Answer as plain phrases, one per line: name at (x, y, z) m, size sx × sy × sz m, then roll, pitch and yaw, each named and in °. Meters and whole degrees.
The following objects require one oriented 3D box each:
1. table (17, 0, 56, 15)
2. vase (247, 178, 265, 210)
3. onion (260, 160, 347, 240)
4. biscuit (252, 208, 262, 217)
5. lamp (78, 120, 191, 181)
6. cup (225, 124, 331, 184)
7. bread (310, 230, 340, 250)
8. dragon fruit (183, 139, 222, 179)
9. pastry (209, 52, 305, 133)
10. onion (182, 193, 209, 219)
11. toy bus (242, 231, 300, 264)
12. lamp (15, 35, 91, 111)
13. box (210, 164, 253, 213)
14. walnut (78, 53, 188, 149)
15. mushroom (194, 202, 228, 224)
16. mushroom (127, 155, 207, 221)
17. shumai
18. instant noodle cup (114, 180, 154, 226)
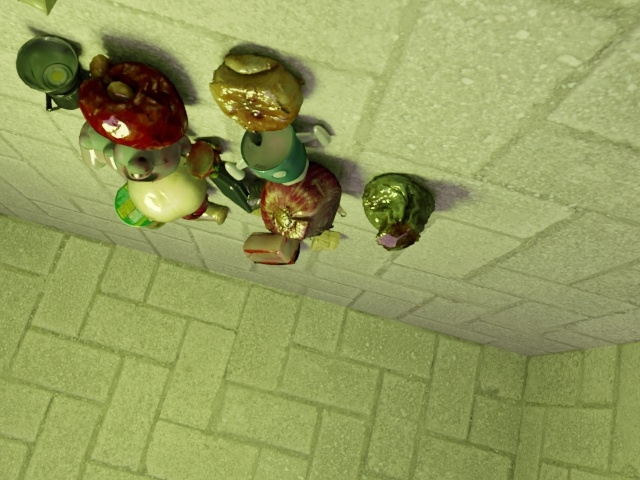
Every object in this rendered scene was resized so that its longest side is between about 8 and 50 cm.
table at (-0.582, -0.521, 1.066) m, size 0.083 × 0.079 × 0.062 m, roll 22°, pitch 160°, yaw -17°
vase at (-0.125, -0.151, 1.822) m, size 0.237 × 0.116 × 0.115 m, roll 6°, pitch 161°, yaw 16°
onion at (-0.062, -0.133, 1.625) m, size 0.256 × 0.272 × 0.231 m, roll 5°, pitch 116°, yaw 10°
biscuit at (-0.190, -0.104, 2.158) m, size 0.231 × 0.016 × 0.139 m, roll 16°, pitch 163°, yaw -4°
lamp at (-0.564, -0.304, 1.581) m, size 0.301 × 0.247 × 0.248 m, roll 21°, pitch 126°, yaw 21°
cup at (-0.112, -0.235, 1.449) m, size 0.299 × 0.168 × 0.173 m, roll -19°, pitch 159°, yaw 15°
bread at (0.018, 0.008, 2.237) m, size 0.105 × 0.077 × 0.152 m, roll 17°, pitch 164°, yaw -3°
dragon fruit at (-0.362, -0.263, 1.664) m, size 0.142 × 0.138 × 0.175 m, roll 54°, pitch -167°, yaw -2°
pastry at (-0.150, -0.340, 1.238) m, size 0.218 × 0.100 × 0.229 m, roll 17°, pitch 162°, yaw -5°
onion at (-0.515, -0.165, 2.027) m, size 0.177 × 0.154 × 0.177 m, roll 24°, pitch 163°, yaw 8°
toy bus at (-0.233, 0.040, 2.474) m, size 0.302 × 0.128 × 0.147 m, roll 2°, pitch 154°, yaw 41°
lamp at (-0.682, -0.424, 1.401) m, size 0.171 × 0.147 × 0.227 m, roll -7°, pitch 174°, yaw -9°
box at (-0.315, -0.187, 1.858) m, size 0.160 × 0.050 × 0.230 m, roll 35°, pitch 170°, yaw 19°
walnut at (-0.482, -0.347, 1.350) m, size 0.244 × 0.222 × 0.269 m, roll 44°, pitch 174°, yaw 14°
mushroom at (-0.521, -0.126, 2.243) m, size 0.246 × 0.096 × 0.108 m, roll 9°, pitch 137°, yaw 10°
mushroom at (-0.538, -0.194, 1.856) m, size 0.260 × 0.254 × 0.234 m, roll 26°, pitch -163°, yaw -21°
shumai at (0.231, -0.059, 1.616) m, size 0.225 × 0.222 × 0.260 m, roll 6°, pitch 165°, yaw 20°
instant noodle cup at (-0.748, -0.141, 2.260) m, size 0.206 × 0.207 × 0.233 m, roll 15°, pitch 172°, yaw -1°
